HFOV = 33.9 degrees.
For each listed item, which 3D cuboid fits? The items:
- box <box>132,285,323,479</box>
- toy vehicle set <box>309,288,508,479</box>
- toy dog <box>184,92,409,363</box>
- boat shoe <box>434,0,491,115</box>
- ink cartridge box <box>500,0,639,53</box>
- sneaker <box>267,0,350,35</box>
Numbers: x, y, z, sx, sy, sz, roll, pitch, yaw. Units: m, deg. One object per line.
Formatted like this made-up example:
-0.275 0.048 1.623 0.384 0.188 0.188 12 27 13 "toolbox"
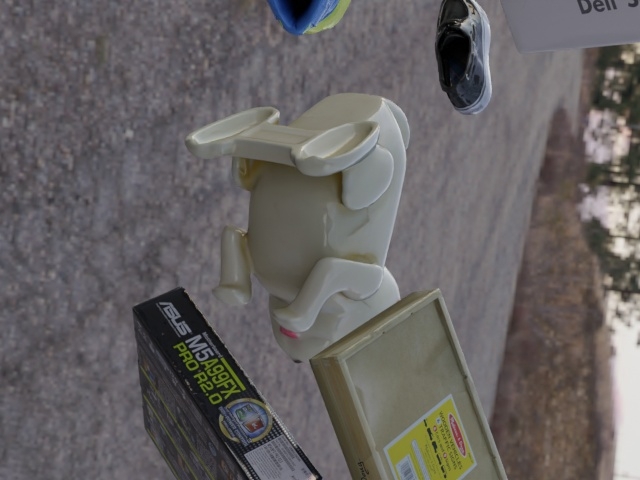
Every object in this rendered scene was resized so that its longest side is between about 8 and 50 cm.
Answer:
-0.096 0.210 1.040 0.060 0.270 0.216 -23 141 -24 "box"
0.096 0.197 0.970 0.166 0.035 0.267 -26 99 -46 "toy vehicle set"
0.000 0.000 1.602 0.395 0.284 0.408 -40 131 -52 "toy dog"
0.125 -0.176 0.942 0.040 0.049 0.142 37 38 -42 "boat shoe"
0.259 -0.235 0.749 0.353 0.207 0.119 -35 112 -28 "ink cartridge box"
-0.003 -0.283 0.885 0.126 0.091 0.240 -68 161 -58 "sneaker"
